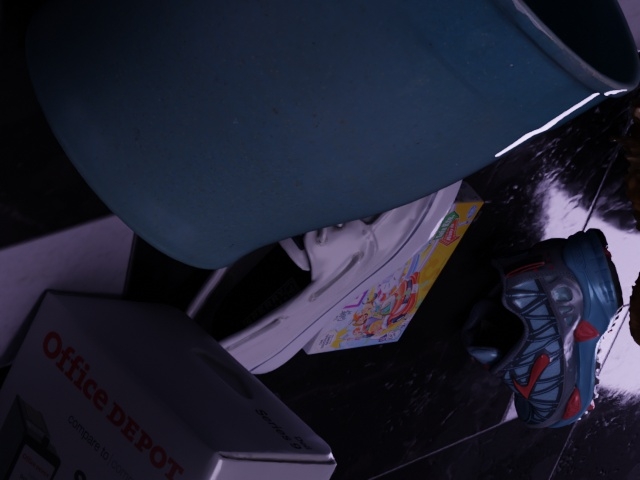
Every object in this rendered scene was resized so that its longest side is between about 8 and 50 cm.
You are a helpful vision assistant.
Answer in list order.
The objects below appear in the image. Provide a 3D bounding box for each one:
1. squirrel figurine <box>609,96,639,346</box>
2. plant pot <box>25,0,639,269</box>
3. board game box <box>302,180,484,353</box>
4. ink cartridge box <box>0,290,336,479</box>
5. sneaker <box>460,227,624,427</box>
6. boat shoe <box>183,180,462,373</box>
[{"bbox_3d":[0.429,-0.046,1.543,0.397,0.281,0.370,-10,132,-44],"label":"squirrel figurine"},{"bbox_3d":[-0.010,-0.125,0.996,0.255,0.272,0.271,-34,152,22],"label":"plant pot"},{"bbox_3d":[0.052,0.021,1.451,0.103,0.026,0.154,-5,135,-43],"label":"board game box"},{"bbox_3d":[-0.148,0.207,1.254,0.121,0.211,0.289,10,111,-49],"label":"ink cartridge box"},{"bbox_3d":[0.180,0.080,1.625,0.125,0.104,0.262,-7,143,-8],"label":"sneaker"},{"bbox_3d":[0.000,0.000,1.303,0.258,0.095,0.084,-51,152,16],"label":"boat shoe"}]
